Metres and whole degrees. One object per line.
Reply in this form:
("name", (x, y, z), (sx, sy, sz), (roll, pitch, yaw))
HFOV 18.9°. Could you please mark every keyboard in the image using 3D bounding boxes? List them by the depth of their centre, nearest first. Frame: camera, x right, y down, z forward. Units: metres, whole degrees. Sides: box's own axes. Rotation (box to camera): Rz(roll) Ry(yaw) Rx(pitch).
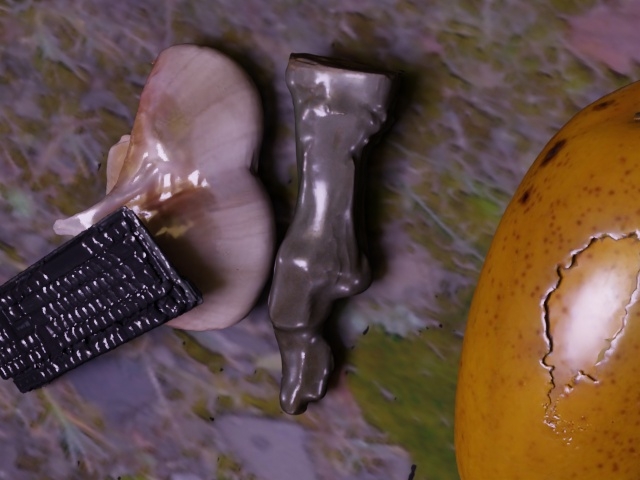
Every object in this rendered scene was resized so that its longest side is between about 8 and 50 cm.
("keyboard", (-0.152, 0.042, 1.159), (0.072, 0.023, 0.231), (53, 144, -8))

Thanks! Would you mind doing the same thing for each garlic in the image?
("garlic", (-0.086, -0.033, 1.165), (0.124, 0.099, 0.174), (2, 90, 15))

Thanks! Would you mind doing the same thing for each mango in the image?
("mango", (0.161, 0.046, 1.019), (0.160, 0.191, 0.290), (32, 107, 26))

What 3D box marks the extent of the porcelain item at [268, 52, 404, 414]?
("porcelain item", (0.000, 0.000, 1.137), (0.069, 0.081, 0.215), (9, 98, 2))
